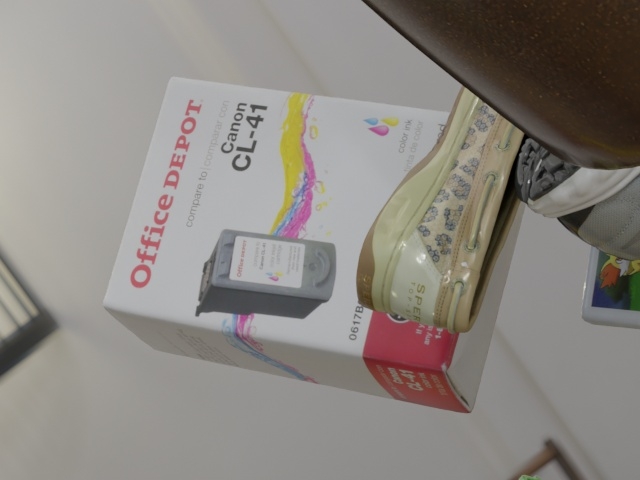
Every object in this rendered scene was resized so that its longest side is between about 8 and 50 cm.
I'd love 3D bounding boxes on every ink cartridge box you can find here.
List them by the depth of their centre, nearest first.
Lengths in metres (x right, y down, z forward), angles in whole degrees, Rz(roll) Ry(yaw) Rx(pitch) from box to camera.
[{"bbox_3d":[0.000,0.000,1.392,0.131,0.306,0.226,54,-132,-65],"label":"ink cartridge box"}]

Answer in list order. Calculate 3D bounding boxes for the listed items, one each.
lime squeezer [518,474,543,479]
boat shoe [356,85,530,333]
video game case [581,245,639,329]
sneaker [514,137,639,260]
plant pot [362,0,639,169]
[{"bbox_3d":[0.170,0.248,1.457,0.110,0.059,0.310,-29,-11,-26],"label":"lime squeezer"},{"bbox_3d":[0.129,-0.048,1.184,0.285,0.089,0.104,-56,-26,-26],"label":"boat shoe"},{"bbox_3d":[0.355,-0.084,1.282,0.300,0.329,0.036,4,-7,43],"label":"video game case"},{"bbox_3d":[0.242,-0.095,0.981,0.271,0.108,0.100,-43,24,21],"label":"sneaker"},{"bbox_3d":[0.037,-0.165,0.487,0.215,0.230,0.215,-47,29,35],"label":"plant pot"}]
